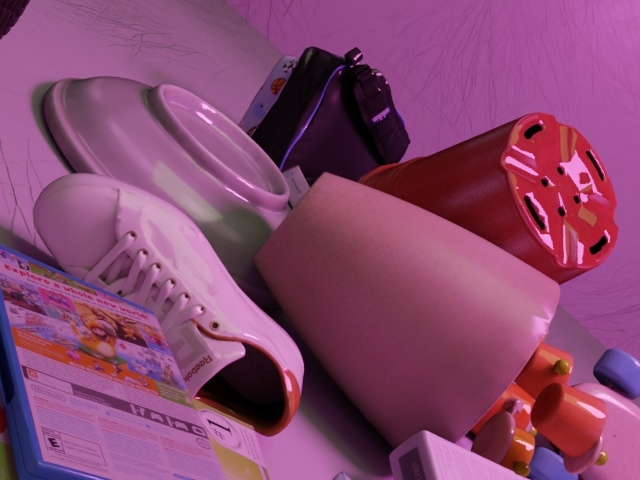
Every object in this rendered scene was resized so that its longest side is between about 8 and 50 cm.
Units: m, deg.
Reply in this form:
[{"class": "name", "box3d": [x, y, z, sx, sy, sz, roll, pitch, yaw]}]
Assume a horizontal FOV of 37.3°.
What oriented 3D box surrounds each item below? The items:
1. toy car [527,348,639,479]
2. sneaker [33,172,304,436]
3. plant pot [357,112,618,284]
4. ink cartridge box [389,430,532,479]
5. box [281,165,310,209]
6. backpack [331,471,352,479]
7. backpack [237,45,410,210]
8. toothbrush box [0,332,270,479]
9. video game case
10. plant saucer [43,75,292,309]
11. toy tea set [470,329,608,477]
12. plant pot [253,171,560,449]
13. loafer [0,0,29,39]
[{"class": "toy car", "box3d": [0.390, 0.299, 1.403, 0.210, 0.219, 0.238, 42, -14, -6]}, {"class": "sneaker", "box3d": [-0.121, 0.055, 0.801, 0.290, 0.106, 0.123, 40, 12, -15]}, {"class": "plant pot", "box3d": [0.215, -0.020, 1.220, 0.272, 0.265, 0.272, 15, 63, -33]}, {"class": "ink cartridge box", "box3d": [0.177, 0.302, 0.908, 0.232, 0.066, 0.189, 34, 28, -37]}, {"class": "box", "box3d": [0.000, 0.000, 1.322, 0.186, 0.038, 0.145, -119, -176, -55]}, {"class": "backpack", "box3d": [0.015, 0.232, 0.591, 0.182, 0.115, 0.152, 52, 2, -29]}, {"class": "backpack", "box3d": [0.007, -0.153, 1.520, 0.213, 0.276, 0.263, 38, 4, 43]}, {"class": "toothbrush box", "box3d": [-0.149, 0.142, 0.443, 0.283, 0.122, 0.206, 33, 16, -31]}, {"class": "video game case", "box3d": [-0.111, 0.071, 0.478, 0.119, 0.015, 0.166, 30, 17, -40]}, {"class": "plant saucer", "box3d": [-0.148, -0.089, 1.174, 0.400, 0.100, 0.400, 39, 14, -12]}, {"class": "toy tea set", "box3d": [0.276, 0.219, 1.199, 0.124, 0.200, 0.336, 32, 13, -10]}, {"class": "plant pot", "box3d": [0.071, 0.059, 1.035, 0.274, 0.256, 0.256, 39, 14, -2]}, {"class": "loafer", "box3d": [-0.423, -0.286, 0.927, 0.130, 0.134, 0.366, 44, 15, 14]}]
